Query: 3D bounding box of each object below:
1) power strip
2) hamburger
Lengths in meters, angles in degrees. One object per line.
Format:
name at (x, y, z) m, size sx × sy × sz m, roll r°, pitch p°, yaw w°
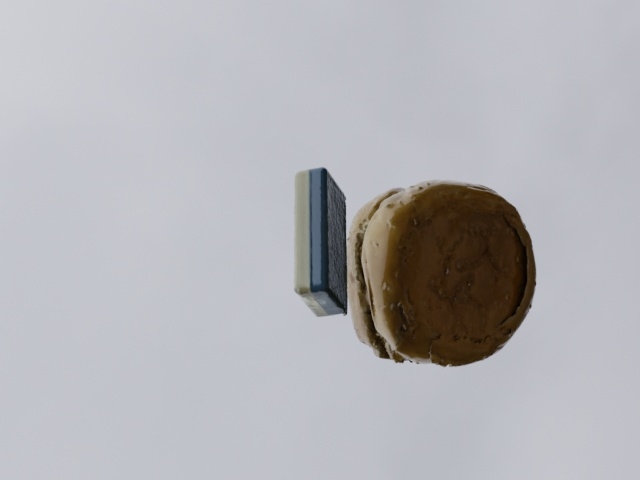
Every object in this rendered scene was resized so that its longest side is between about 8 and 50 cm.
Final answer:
power strip at (0.000, 0.000, 1.387) m, size 0.056 × 0.032 × 0.123 m, roll 53°, pitch -148°, yaw -56°
hamburger at (0.127, 0.032, 1.707) m, size 0.213 × 0.108 × 0.214 m, roll -1°, pitch -87°, yaw -26°
